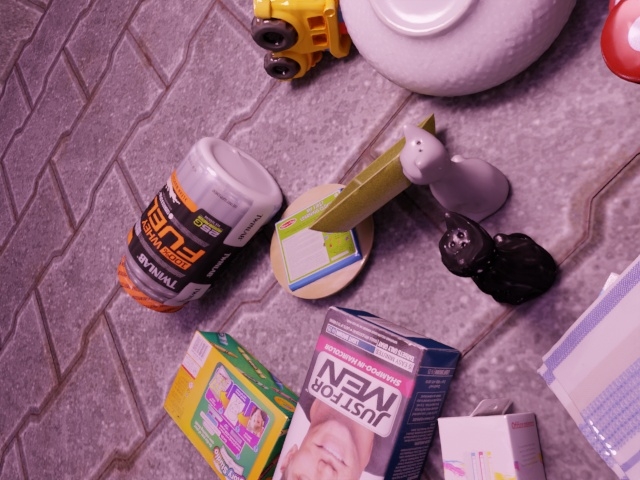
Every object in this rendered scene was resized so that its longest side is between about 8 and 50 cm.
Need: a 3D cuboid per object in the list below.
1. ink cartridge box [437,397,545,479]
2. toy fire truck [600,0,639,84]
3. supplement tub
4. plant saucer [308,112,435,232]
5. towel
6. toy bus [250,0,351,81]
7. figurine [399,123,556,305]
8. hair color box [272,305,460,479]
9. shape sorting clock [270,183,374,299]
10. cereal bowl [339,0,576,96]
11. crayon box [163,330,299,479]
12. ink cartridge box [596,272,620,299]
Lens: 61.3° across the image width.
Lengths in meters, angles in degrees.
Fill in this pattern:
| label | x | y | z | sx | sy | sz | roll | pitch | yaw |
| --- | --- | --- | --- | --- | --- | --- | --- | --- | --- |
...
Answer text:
| label | x | y | z | sx | sy | sz | roll | pitch | yaw |
| --- | --- | --- | --- | --- | --- | --- | --- | --- | --- |
| ink cartridge box | 0.207 | 0.264 | 0.648 | 0.090 | 0.092 | 0.143 | -18 | 66 | 36 |
| toy fire truck | 0.436 | -0.215 | 0.487 | 0.302 | 0.170 | 0.253 | 60 | 135 | 32 |
| supplement tub | -0.235 | -0.020 | 1.021 | 0.316 | 0.194 | 0.193 | -49 | 53 | 20 |
| plant saucer | 0.089 | -0.089 | 0.798 | 0.045 | 0.188 | 0.188 | 47 | 129 | -6 |
| towel | 0.353 | 0.168 | 0.521 | 0.209 | 0.034 | 0.285 | -64 | 34 | 32 |
| toy bus | -0.003 | -0.390 | 0.956 | 0.212 | 0.220 | 0.149 | 2 | 73 | 7 |
| figurine | 0.182 | -0.035 | 0.669 | 0.092 | 0.210 | 0.214 | -35 | 59 | 28 |
| hair color box | 0.050 | 0.286 | 0.764 | 0.174 | 0.105 | 0.346 | 18 | 91 | 41 |
| shape sorting clock | 0.000 | 0.000 | 0.921 | 0.206 | 0.040 | 0.206 | -11 | 69 | 31 |
| cereal bowl | 0.162 | -0.357 | 0.723 | 0.339 | 0.141 | 0.338 | 15 | 117 | 30 |
| crayon box | -0.148 | 0.297 | 0.939 | 0.279 | 0.081 | 0.165 | 31 | 99 | 40 |
| ink cartridge box | 0.362 | 0.076 | 0.610 | 0.083 | 0.028 | 0.048 | 32 | 100 | 40 |
